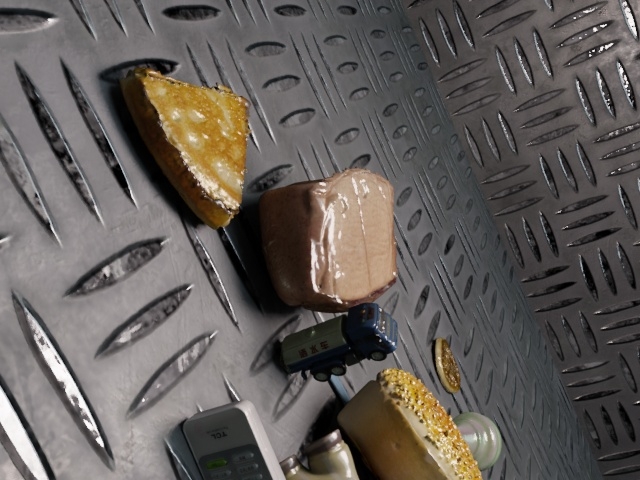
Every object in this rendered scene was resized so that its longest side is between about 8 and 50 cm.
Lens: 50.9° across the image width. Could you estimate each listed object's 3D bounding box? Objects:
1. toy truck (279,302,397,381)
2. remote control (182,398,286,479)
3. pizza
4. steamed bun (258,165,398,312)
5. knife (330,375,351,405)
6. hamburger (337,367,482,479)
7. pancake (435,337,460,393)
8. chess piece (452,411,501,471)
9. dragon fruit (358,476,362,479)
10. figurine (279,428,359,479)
[{"bbox_3d":[0.023,0.165,1.094,0.088,0.202,0.074,49,31,-29],"label":"toy truck"},{"bbox_3d":[-0.087,0.329,0.862,0.250,0.103,0.034,68,23,-4],"label":"remote control"},{"bbox_3d":[-0.207,-0.186,1.053,0.251,0.074,0.287,48,31,-39],"label":"pizza"},{"bbox_3d":[0.000,0.000,1.203,0.301,0.199,0.251,-8,95,-55],"label":"steamed bun"},{"bbox_3d":[0.058,0.314,1.270,0.313,0.019,0.044,62,18,-14],"label":"knife"},{"bbox_3d":[0.159,0.355,1.143,0.302,0.170,0.302,53,-9,12],"label":"hamburger"},{"bbox_3d":[0.341,0.334,1.812,0.158,0.028,0.158,47,33,-44],"label":"pancake"},{"bbox_3d":[0.292,0.449,1.533,0.272,0.139,0.139,24,49,-43],"label":"chess piece"},{"bbox_3d":[0.049,0.415,1.099,0.068,0.126,0.112,-50,135,-13],"label":"dragon fruit"},{"bbox_3d":[0.056,0.467,0.941,0.248,0.203,0.380,-22,79,-31],"label":"figurine"}]
